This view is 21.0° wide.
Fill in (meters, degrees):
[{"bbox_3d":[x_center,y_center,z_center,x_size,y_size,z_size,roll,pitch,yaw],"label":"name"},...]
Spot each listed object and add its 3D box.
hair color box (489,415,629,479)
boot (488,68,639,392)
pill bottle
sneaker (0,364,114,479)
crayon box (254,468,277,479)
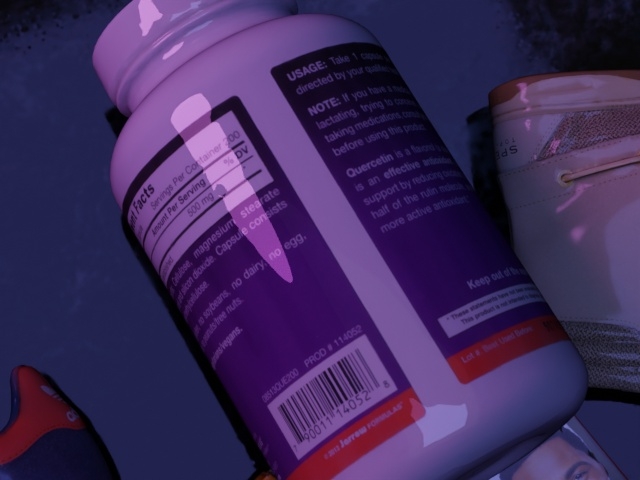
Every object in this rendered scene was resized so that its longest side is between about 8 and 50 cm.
[{"bbox_3d":[0.165,0.176,1.066,0.072,0.043,0.141,-40,87,-7],"label":"hair color box"},{"bbox_3d":[0.237,-0.002,1.065,0.261,0.095,0.204,-1,83,-3],"label":"boot"},{"bbox_3d":[0.000,0.000,0.990,0.181,0.181,0.323,-29,76,-7],"label":"pill bottle"},{"bbox_3d":[-0.292,0.179,0.994,0.350,0.131,0.148,-22,83,-14],"label":"sneaker"},{"bbox_3d":[-0.025,0.282,1.021,0.202,0.081,0.318,38,82,1],"label":"crayon box"}]
